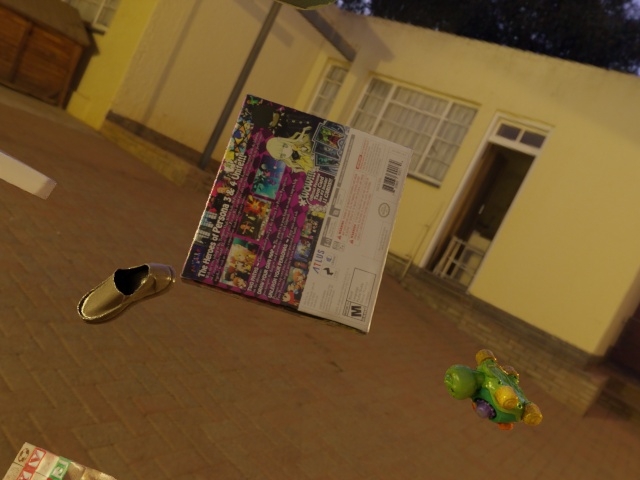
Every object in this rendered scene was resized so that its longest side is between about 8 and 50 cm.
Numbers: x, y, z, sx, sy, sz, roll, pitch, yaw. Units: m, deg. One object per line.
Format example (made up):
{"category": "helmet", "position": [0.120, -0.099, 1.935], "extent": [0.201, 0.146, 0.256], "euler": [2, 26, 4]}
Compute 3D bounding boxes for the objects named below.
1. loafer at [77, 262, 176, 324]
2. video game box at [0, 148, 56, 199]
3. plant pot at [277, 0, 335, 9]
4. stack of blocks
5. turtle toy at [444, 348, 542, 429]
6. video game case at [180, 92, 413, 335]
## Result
{"category": "loafer", "position": [-0.266, 0.064, 0.721], "extent": [0.050, 0.148, 0.056], "euler": [52, 12, -56]}
{"category": "video game box", "position": [-0.602, -0.158, 0.943], "extent": [0.187, 0.048, 0.205], "euler": [30, -7, 20]}
{"category": "plant pot", "position": [-0.083, -0.579, 0.960], "extent": [0.293, 0.292, 0.235], "euler": [28, 28, 25]}
{"category": "stack of blocks", "position": [-0.524, 0.561, 1.211], "extent": [0.171, 0.087, 0.297], "euler": [1, -35, 32]}
{"category": "turtle toy", "position": [0.217, 0.195, 0.699], "extent": [0.130, 0.066, 0.095], "euler": [35, 19, -22]}
{"category": "video game case", "position": [-0.020, -0.032, 0.615], "extent": [0.210, 0.232, 0.042], "euler": [17, -18, -6]}
